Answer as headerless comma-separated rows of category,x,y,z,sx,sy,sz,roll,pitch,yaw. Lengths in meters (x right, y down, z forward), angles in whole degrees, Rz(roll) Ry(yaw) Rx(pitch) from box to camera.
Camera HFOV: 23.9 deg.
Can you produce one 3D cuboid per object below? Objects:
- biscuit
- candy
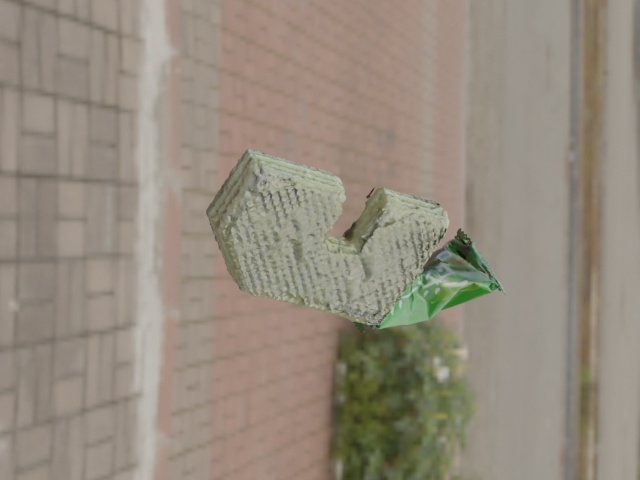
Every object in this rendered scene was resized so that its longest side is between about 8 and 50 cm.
biscuit,0.000,0.000,1.457,0.250,0.147,0.046,17,31,-36
candy,0.122,0.061,1.937,0.141,0.203,0.078,-139,-144,-67
